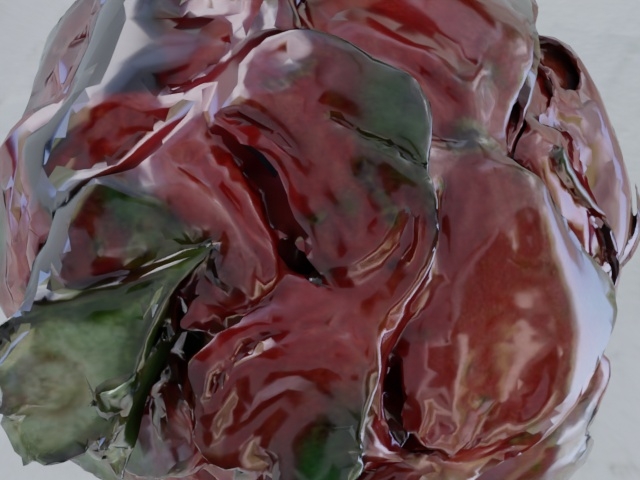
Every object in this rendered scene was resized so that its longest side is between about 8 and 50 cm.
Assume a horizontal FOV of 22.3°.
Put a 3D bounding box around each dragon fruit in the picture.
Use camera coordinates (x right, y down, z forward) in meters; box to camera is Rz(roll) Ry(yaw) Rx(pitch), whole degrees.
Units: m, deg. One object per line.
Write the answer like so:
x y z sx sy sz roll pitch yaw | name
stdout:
0.000 -0.001 0.427 0.182 0.188 0.182 0 -88 -10 | dragon fruit
